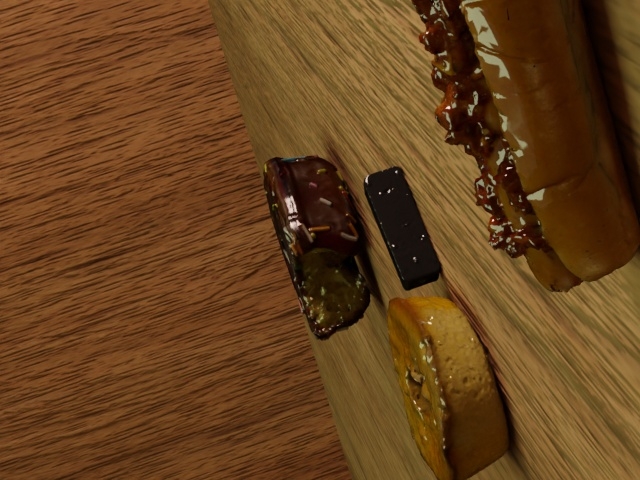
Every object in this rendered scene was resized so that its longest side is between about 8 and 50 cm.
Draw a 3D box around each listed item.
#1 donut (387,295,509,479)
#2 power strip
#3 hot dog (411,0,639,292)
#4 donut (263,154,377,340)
[{"bbox_3d":[0.109,0.122,1.196,0.178,0.065,0.162,-115,14,-60],"label":"donut"},{"bbox_3d":[0.072,-0.010,1.245,0.029,0.038,0.111,80,170,-67],"label":"power strip"},{"bbox_3d":[0.082,-0.092,0.650,0.102,0.076,0.249,-114,6,-72],"label":"hot dog"},{"bbox_3d":[-0.001,-0.001,1.715,0.216,0.096,0.230,-113,6,-61],"label":"donut"}]
